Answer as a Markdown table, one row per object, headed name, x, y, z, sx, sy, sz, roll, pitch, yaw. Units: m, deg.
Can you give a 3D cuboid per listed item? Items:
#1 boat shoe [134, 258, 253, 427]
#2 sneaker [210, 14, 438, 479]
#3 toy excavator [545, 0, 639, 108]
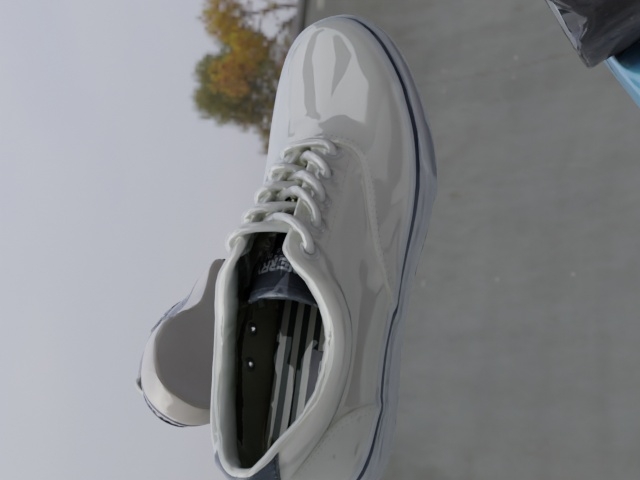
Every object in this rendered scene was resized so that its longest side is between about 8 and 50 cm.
| name | x | y | z | sx | sy | sz | roll | pitch | yaw |
| --- | --- | --- | --- | --- | --- | --- | --- | --- | --- |
| boat shoe | -0.152 | 0.152 | 1.216 | 0.158 | 0.127 | 0.340 | -52 | 4 | 20 |
| sneaker | 0.000 | 0.000 | 0.518 | 0.091 | 0.094 | 0.258 | 29 | -122 | -58 |
| toy excavator | 0.293 | -0.158 | 0.790 | 0.445 | 0.222 | 0.433 | 52 | -165 | -30 |
